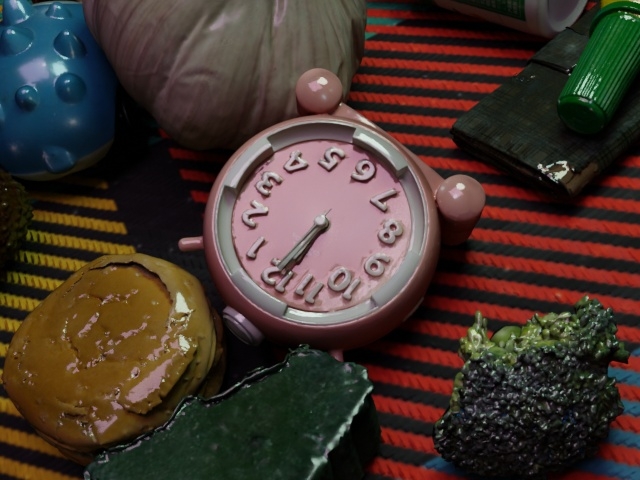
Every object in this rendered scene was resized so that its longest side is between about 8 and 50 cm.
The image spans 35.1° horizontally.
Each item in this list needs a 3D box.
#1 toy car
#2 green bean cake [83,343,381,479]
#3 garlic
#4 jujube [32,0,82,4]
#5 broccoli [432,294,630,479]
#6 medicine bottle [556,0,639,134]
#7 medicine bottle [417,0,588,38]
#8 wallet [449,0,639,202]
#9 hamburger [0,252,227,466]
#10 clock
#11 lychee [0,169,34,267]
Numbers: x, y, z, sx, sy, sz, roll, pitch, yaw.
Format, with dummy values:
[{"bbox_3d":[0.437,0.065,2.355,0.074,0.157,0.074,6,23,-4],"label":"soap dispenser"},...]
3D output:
[{"bbox_3d":[-0.323,-0.194,1.197,0.188,0.190,0.255,-16,47,6],"label":"toy car"},{"bbox_3d":[-0.065,0.181,0.860,0.193,0.107,0.208,17,58,32],"label":"green bean cake"},{"bbox_3d":[-0.098,-0.241,1.097,0.317,0.259,0.317,18,49,-21],"label":"garlic"},{"bbox_3d":[-0.288,-0.389,1.361,0.174,0.174,0.250,10,59,24],"label":"jujube"},{"bbox_3d":[0.169,0.117,0.840,0.154,0.167,0.160,9,17,-15],"label":"broccoli"},{"bbox_3d":[0.328,-0.234,1.041,0.111,0.076,0.309,33,68,0],"label":"medicine bottle"},{"bbox_3d":[0.176,-0.335,1.192,0.274,0.133,0.133,27,63,32],"label":"medicine bottle"},{"bbox_3d":[0.303,-0.171,1.076,0.317,0.044,0.169,-39,50,-17],"label":"wallet"},{"bbox_3d":[-0.190,0.111,0.963,0.214,0.108,0.213,-10,54,13],"label":"hamburger"},{"bbox_3d":[0.000,0.000,0.962,0.227,0.142,0.241,38,76,11],"label":"clock"},{"bbox_3d":[-0.399,-0.020,1.106,0.171,0.171,0.171,-9,50,10],"label":"lychee"}]
